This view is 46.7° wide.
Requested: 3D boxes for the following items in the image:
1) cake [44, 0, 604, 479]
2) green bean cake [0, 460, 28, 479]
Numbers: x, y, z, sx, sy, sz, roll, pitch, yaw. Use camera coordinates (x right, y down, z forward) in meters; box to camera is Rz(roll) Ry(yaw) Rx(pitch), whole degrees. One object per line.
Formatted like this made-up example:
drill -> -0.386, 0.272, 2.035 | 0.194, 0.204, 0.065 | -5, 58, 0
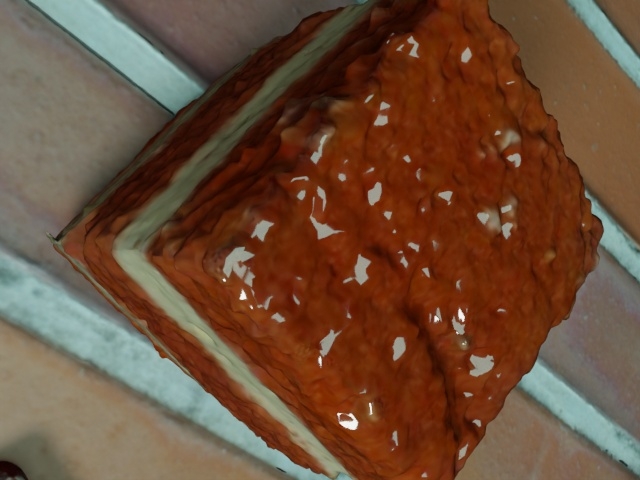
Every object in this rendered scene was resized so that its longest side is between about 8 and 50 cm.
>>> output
cake -> 0.000, 0.000, 0.573 | 0.269, 0.320, 0.270 | -50, 119, -23
green bean cake -> -0.265, 0.258, 0.568 | 0.135, 0.056, 0.135 | -31, 106, -26
